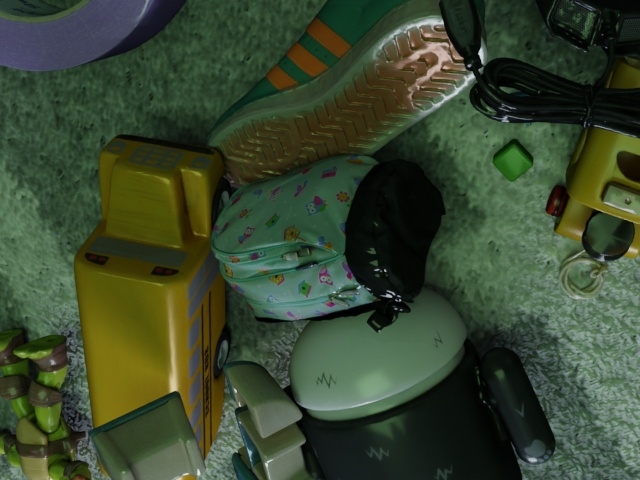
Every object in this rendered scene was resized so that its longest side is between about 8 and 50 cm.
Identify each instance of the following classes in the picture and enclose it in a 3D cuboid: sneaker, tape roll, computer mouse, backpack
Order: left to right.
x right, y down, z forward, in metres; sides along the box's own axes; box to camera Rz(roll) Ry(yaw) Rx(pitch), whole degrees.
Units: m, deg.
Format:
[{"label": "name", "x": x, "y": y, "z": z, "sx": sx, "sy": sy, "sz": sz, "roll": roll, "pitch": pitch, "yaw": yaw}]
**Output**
[{"label": "tape roll", "x": -0.240, "y": -0.291, "z": 0.799, "sx": 0.275, "sy": 0.090, "sz": 0.275, "roll": 4, "pitch": 108, "yaw": 13}, {"label": "backpack", "x": 0.000, "y": 0.000, "z": 0.775, "sx": 0.182, "sy": 0.152, "sz": 0.115, "roll": -13, "pitch": 121, "yaw": 33}, {"label": "sneaker", "x": 0.018, "y": -0.140, "z": 0.786, "sx": 0.302, "sy": 0.121, "sz": 0.108, "roll": -26, "pitch": 131, "yaw": 37}, {"label": "computer mouse", "x": 0.166, "y": -0.185, "z": 0.676, "sx": 0.184, "sy": 0.060, "sz": 0.262, "roll": 3, "pitch": 68, "yaw": -14}]

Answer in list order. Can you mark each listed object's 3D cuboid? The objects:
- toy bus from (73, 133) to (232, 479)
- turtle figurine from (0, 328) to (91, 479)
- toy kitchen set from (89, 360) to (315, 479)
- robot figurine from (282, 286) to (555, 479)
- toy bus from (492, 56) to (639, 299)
[{"label": "toy bus", "x": -0.155, "y": 0.073, "z": 0.858, "sx": 0.108, "sy": 0.130, "sz": 0.332, "roll": 11, "pitch": 126, "yaw": 10}, {"label": "turtle figurine", "x": -0.290, "y": 0.209, "z": 0.967, "sx": 0.269, "sy": 0.087, "sz": 0.217, "roll": 8, "pitch": 107, "yaw": 47}, {"label": "toy kitchen set", "x": -0.104, "y": 0.211, "z": 0.835, "sx": 0.166, "sy": 0.122, "sz": 0.207, "roll": -24, "pitch": 125, "yaw": -20}, {"label": "robot figurine", "x": 0.081, "y": 0.174, "z": 0.831, "sx": 0.209, "sy": 0.173, "sz": 0.278, "roll": -24, "pitch": 102, "yaw": -8}, {"label": "toy bus", "x": 0.251, "y": -0.051, "z": 0.747, "sx": 0.191, "sy": 0.104, "sz": 0.202, "roll": -26, "pitch": 100, "yaw": 21}]
